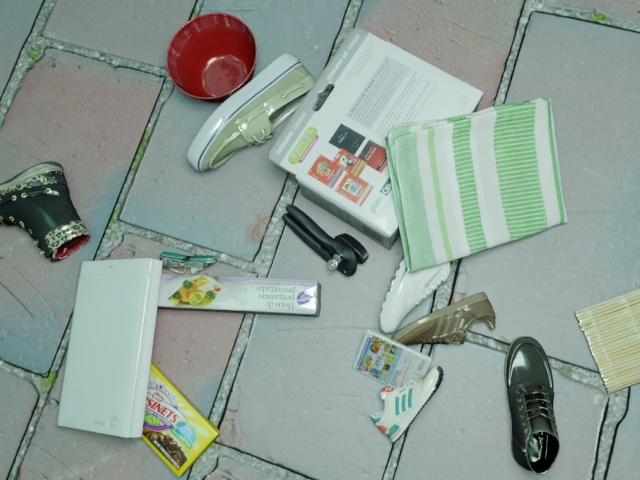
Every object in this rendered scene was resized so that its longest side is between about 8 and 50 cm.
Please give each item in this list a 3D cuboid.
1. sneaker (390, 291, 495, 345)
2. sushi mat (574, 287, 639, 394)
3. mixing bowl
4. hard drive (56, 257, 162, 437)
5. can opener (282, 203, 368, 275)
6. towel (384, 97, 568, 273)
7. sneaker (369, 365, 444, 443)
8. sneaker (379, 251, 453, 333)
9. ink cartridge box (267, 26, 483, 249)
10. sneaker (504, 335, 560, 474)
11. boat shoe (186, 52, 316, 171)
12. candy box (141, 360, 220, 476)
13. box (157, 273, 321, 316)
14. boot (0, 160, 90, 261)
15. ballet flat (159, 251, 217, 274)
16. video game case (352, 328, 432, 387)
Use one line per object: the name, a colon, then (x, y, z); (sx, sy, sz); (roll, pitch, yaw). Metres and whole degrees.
sneaker: (0.219, 0.157, 1.075); (0.188, 0.066, 0.071); (-25, 77, 2)
sushi mat: (0.616, 0.141, 1.053); (0.316, 0.019, 0.152); (-20, 75, 3)
mixing bowl: (-0.204, -0.347, 1.221); (0.181, 0.098, 0.182); (-2, 77, 8)
hard drive: (-0.388, 0.190, 1.122); (0.202, 0.040, 0.308); (-4, 76, 33)
can opener: (0.000, 0.000, 1.150); (0.186, 0.073, 0.059); (34, 123, 16)
towel: (0.276, -0.103, 1.053); (0.324, 0.038, 0.248); (-15, 100, -17)
sneaker: (0.143, 0.268, 1.049); (0.075, 0.057, 0.161); (37, 109, 17)
sneaker: (0.179, 0.066, 1.094); (0.094, 0.090, 0.235); (27, 84, 2)
ink cartridge box: (0.098, -0.191, 1.131); (0.271, 0.130, 0.310); (33, 83, 11)
sneaker: (0.357, 0.267, 1.007); (0.083, 0.118, 0.222); (-2, 78, 7)
boat shoe: (-0.129, -0.238, 1.186); (0.094, 0.109, 0.302); (43, 84, 10)
candy box: (-0.291, 0.321, 1.126); (0.206, 0.027, 0.105); (41, 82, 13)
box: (-0.162, 0.101, 1.136); (0.323, 0.067, 0.063); (2, 80, 7)
boot: (-0.586, -0.028, 1.209); (0.236, 0.085, 0.179); (-31, 78, -1)
ballet flat: (-0.254, 0.045, 1.179); (0.114, 0.041, 0.041); (5, 79, 8)
video game case: (0.125, 0.217, 1.079); (0.121, 0.011, 0.087); (23, 116, 11)
